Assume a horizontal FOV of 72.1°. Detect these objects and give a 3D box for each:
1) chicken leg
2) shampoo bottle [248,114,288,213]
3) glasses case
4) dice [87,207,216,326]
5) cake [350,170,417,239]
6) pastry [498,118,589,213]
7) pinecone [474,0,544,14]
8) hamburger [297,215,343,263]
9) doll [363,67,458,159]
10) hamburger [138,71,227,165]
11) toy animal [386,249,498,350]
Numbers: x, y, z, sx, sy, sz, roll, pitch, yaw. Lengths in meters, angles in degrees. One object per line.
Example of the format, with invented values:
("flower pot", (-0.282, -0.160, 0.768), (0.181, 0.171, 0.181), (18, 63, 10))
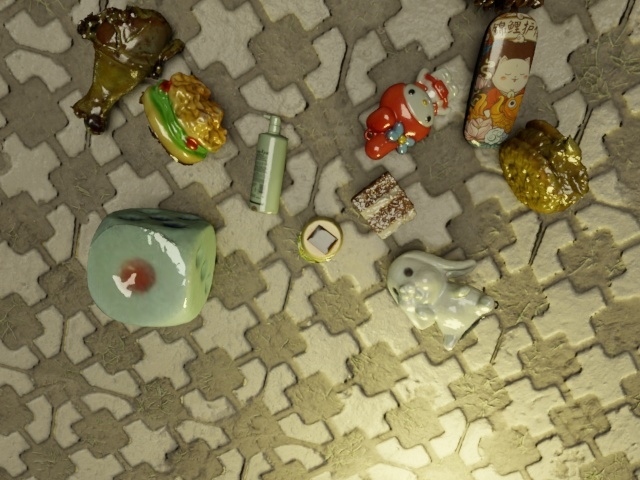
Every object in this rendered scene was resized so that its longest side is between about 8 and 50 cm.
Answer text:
("chicken leg", (-0.546, -0.465, 1.144), (0.361, 0.140, 0.211), (-40, 107, 7))
("shampoo bottle", (-0.140, -0.208, 1.213), (0.085, 0.085, 0.263), (10, 103, 0))
("glasses case", (0.444, -0.390, 1.101), (0.122, 0.082, 0.321), (2, 118, -5))
("dice", (-0.446, 0.065, 1.204), (0.264, 0.262, 0.268), (8, 102, 1))
("cake", (0.175, -0.095, 1.201), (0.135, 0.134, 0.147), (-36, 93, 12))
("pastry", (0.556, -0.174, 1.112), (0.132, 0.235, 0.240), (-33, 118, 12))
("pinecone", (0.449, -0.625, 1.035), (0.212, 0.186, 0.169), (12, 103, -12))
("hamburger", (0.000, 0.000, 1.259), (0.126, 0.081, 0.141), (21, 92, -5))
("doll", (0.223, -0.329, 1.143), (0.290, 0.130, 0.161), (-37, 105, -4))
("hamburger", (-0.332, -0.319, 1.133), (0.148, 0.237, 0.237), (-26, 101, 11))
("toy animal", (0.334, 0.140, 1.233), (0.249, 0.174, 0.289), (-33, 101, 22))
